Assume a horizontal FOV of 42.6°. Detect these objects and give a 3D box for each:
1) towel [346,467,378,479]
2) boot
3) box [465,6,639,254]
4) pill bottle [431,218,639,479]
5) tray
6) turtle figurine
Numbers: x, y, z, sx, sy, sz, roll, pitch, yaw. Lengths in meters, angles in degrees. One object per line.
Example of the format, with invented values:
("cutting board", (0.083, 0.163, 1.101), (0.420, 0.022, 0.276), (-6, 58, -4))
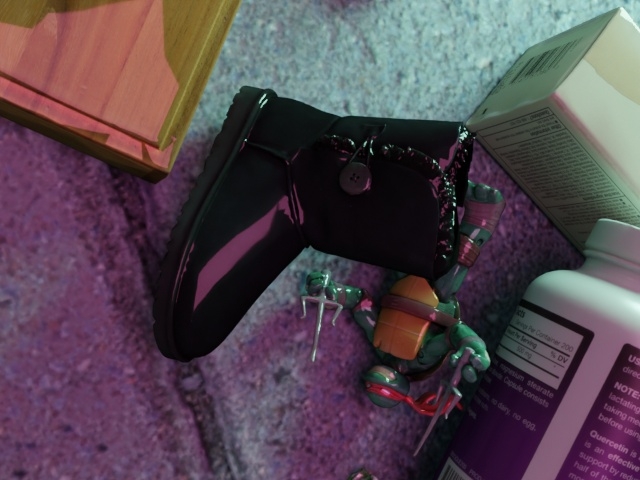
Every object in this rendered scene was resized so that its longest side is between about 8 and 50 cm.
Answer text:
("towel", (-0.005, 0.393, 0.702), (0.325, 0.038, 0.248), (-41, 102, -19))
("boot", (0.000, 0.000, 0.648), (0.207, 0.094, 0.246), (15, 74, 17))
("box", (0.307, -0.054, 0.796), (0.311, 0.148, 0.121), (45, 72, -15))
("pill bottle", (0.223, 0.153, 0.697), (0.182, 0.181, 0.322), (26, 91, -18))
("tray", (-0.143, -0.276, 0.669), (0.203, 0.076, 0.410), (24, 79, -18))
("turtle figurine", (0.075, 0.059, 0.716), (0.175, 0.118, 0.234), (15, 76, 21))
